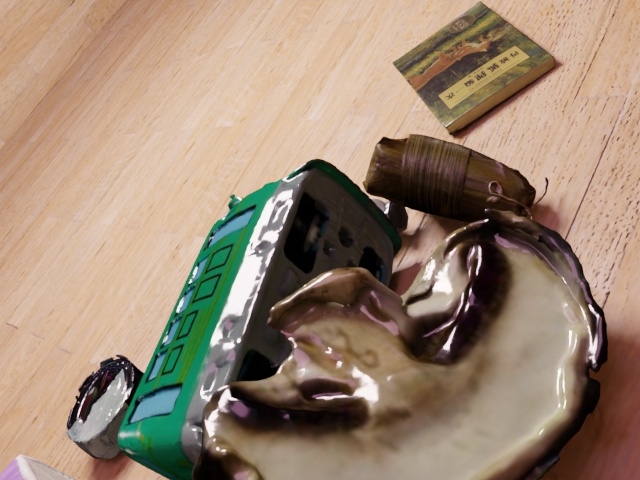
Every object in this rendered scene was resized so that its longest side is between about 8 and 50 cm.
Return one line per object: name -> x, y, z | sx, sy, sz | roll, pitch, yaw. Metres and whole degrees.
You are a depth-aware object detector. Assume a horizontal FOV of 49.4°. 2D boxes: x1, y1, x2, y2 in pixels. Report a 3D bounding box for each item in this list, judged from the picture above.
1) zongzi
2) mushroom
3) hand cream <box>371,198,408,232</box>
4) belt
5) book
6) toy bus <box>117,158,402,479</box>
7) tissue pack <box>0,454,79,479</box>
zongzi -> 0.161, -0.064, 0.799 | 0.187, 0.184, 0.084 | 19, 99, 17
mushroom -> 0.071, 0.120, 0.566 | 0.247, 0.130, 0.344 | 35, 59, 26
hand cream -> 0.000, 0.000, 0.894 | 0.256, 0.055, 0.088 | -17, 38, 42
belt -> -0.277, 0.222, 0.924 | 0.105, 0.058, 0.140 | -16, 40, 25
book -> 0.202, -0.244, 0.962 | 0.160, 0.024, 0.228 | -33, 36, 10
toy bus -> -0.059, 0.104, 0.728 | 0.199, 0.183, 0.344 | -17, 42, 41
tissue pack -> -0.251, 0.381, 0.577 | 0.160, 0.242, 0.338 | 15, 65, 54
